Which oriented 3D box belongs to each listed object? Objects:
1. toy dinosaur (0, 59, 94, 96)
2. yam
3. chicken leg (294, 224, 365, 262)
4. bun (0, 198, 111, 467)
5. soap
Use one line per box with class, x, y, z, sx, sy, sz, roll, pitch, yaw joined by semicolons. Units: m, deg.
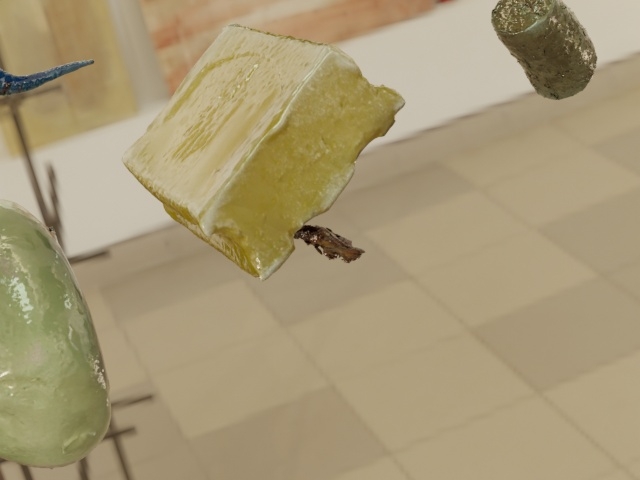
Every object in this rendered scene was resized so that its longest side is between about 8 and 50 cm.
toy dinosaur;-0.370;-0.144;1.367;0.329;0.144;0.076;18;15;-30
yam;0.296;-0.270;2.086;0.107;0.183;0.107;-11;65;25
chicken leg;0.002;0.000;1.362;0.083;0.021;0.036;18;-20;-25
bun;-0.348;0.112;1.631;0.187;0.293;0.293;-16;23;-24
soap;-0.063;-0.091;1.400;0.199;0.091;0.315;-51;23;-2
